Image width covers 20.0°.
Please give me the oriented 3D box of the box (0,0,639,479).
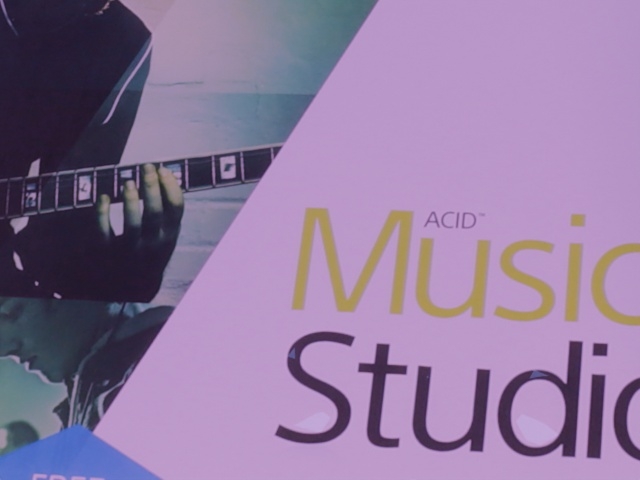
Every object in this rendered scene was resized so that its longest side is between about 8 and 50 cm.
[{"bbox_3d":[0.000,0.000,0.490,0.232,0.058,0.322,2,63,11],"label":"box"}]
